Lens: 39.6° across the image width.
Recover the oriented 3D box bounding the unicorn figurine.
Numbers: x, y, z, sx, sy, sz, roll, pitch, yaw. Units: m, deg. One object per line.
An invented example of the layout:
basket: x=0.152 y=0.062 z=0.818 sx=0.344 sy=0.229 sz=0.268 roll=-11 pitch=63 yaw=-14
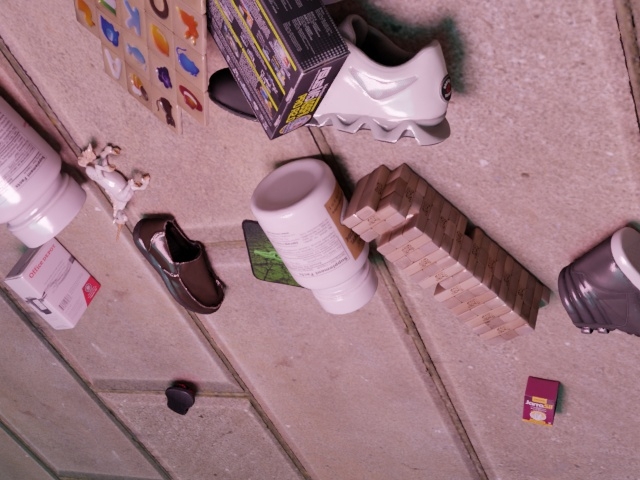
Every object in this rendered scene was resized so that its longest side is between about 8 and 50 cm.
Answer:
unicorn figurine: x=-0.340 y=-0.090 z=1.479 sx=0.111 sy=0.060 sz=0.162 roll=-24 pitch=105 yaw=42

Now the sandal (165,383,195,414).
sandal: x=-0.307 y=0.343 z=1.960 sx=0.067 sy=0.040 sz=0.179 roll=31 pitch=155 yaw=-1

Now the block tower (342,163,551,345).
block tower: x=0.192 y=0.027 z=1.318 sx=0.335 sy=0.097 sz=0.091 roll=37 pitch=139 yaw=-18

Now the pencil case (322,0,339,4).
pencil case: x=-0.013 y=-0.380 z=0.911 sx=0.124 sy=0.113 sz=0.273 roll=3 pitch=137 yaw=14

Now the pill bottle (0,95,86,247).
pill bottle: x=-0.525 y=-0.129 z=1.435 sx=0.160 sy=0.160 sz=0.283 roll=-16 pitch=126 yaw=38

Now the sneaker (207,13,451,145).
sneaker: x=0.008 y=-0.220 z=1.133 sx=0.331 sy=0.122 sz=0.146 roll=9 pitch=120 yaw=19

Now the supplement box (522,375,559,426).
supplement box: x=0.383 y=0.281 z=1.548 sx=0.055 sy=0.043 sz=0.083 roll=9 pitch=138 yaw=19

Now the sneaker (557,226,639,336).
sneaker: x=0.461 y=0.112 z=1.284 sx=0.296 sy=0.104 sz=0.147 roll=45 pitch=138 yaw=-16

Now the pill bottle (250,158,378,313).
pill bottle: x=0.000 y=0.000 z=1.349 sx=0.131 sy=0.131 sz=0.229 roll=-5 pitch=132 yaw=30

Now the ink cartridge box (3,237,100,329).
ink cartridge box: x=-0.511 y=0.081 z=1.703 sx=0.063 sy=0.109 sz=0.150 roll=-9 pitch=131 yaw=38

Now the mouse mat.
mouse mat: x=-0.037 y=0.031 z=1.501 sx=0.190 sy=0.007 sz=0.152 roll=9 pitch=138 yaw=16

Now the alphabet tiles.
alphabet tiles: x=-0.235 y=-0.303 z=1.117 sx=0.285 sy=0.011 sz=0.342 roll=40 pitch=147 yaw=25

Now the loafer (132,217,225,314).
loafer: x=-0.236 y=0.047 z=1.554 sx=0.078 sy=0.080 sz=0.220 roll=-15 pitch=127 yaw=38

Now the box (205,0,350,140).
box: x=-0.079 y=-0.268 z=0.985 sx=0.270 sy=0.060 sz=0.216 roll=61 pitch=163 yaw=5
